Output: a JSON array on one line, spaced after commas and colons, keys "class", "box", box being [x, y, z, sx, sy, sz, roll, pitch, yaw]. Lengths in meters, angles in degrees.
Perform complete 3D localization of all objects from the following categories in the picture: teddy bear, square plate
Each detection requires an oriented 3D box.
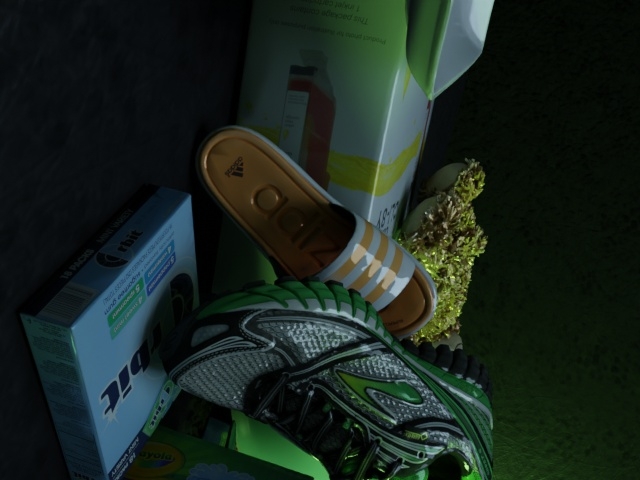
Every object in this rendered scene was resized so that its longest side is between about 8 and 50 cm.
[{"class": "teddy bear", "box": [0.147, 0.058, 0.883, 0.245, 0.113, 0.338, -43, 148, -63]}, {"class": "square plate", "box": [0.139, -0.318, 0.589, 0.344, 0.049, 0.348, -46, 147, -62]}]

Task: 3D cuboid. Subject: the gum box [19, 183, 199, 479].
[{"class": "gum box", "box": [-0.147, 0.075, 0.535, 0.157, 0.041, 0.185, -60, 160, -49]}]

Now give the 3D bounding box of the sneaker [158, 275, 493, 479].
[{"class": "sneaker", "box": [0.028, 0.139, 0.577, 0.134, 0.343, 0.146, -43, -146, 37]}]

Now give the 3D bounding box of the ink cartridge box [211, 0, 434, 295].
[{"class": "ink cartridge box", "box": [0.028, -0.131, 0.770, 0.279, 0.160, 0.385, -34, 137, -70]}]

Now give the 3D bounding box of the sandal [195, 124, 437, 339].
[{"class": "sandal", "box": [-0.008, 0.007, 0.609, 0.102, 0.265, 0.076, -48, -169, 10]}]

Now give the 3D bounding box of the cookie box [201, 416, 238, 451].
[{"class": "cookie box", "box": [-0.121, 0.274, 0.837, 0.107, 0.040, 0.092, 75, 33, -63]}]

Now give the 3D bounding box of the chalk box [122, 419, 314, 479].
[{"class": "chalk box", "box": [-0.116, 0.286, 0.580, 0.289, 0.179, 0.180, -57, 157, -52]}]

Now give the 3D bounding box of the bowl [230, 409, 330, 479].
[{"class": "bowl", "box": [-0.009, 0.225, 0.840, 0.311, 0.163, 0.312, 166, -90, -89]}]
